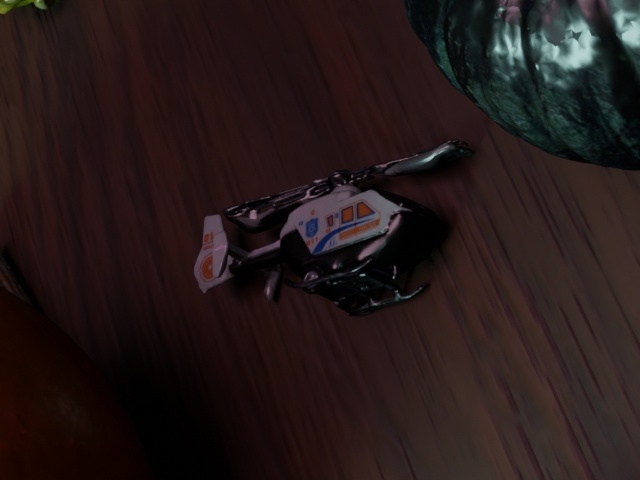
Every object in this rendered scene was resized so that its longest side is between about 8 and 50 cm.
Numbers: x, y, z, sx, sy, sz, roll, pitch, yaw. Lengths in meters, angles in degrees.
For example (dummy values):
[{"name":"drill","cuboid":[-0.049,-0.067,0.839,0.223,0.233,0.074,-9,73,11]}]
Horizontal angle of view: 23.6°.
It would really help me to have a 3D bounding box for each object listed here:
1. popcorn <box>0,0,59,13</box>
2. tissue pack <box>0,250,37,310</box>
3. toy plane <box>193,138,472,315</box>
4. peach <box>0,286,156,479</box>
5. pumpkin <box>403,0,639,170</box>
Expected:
[{"name":"popcorn","cuboid":[-0.228,-0.217,1.102,0.109,0.097,0.089,-28,58,51]},{"name":"tissue pack","cuboid":[-0.242,0.078,1.062,0.108,0.060,0.148,-53,51,18]},{"name":"toy plane","cuboid":[-0.001,0.001,0.871,0.197,0.053,0.078,-16,61,38]},{"name":"peach","cuboid":[-0.254,0.181,0.846,0.370,0.370,0.370,-12,71,40]},{"name":"pumpkin","cuboid":[0.133,-0.159,0.650,0.248,0.248,0.248,-12,71,40]}]
